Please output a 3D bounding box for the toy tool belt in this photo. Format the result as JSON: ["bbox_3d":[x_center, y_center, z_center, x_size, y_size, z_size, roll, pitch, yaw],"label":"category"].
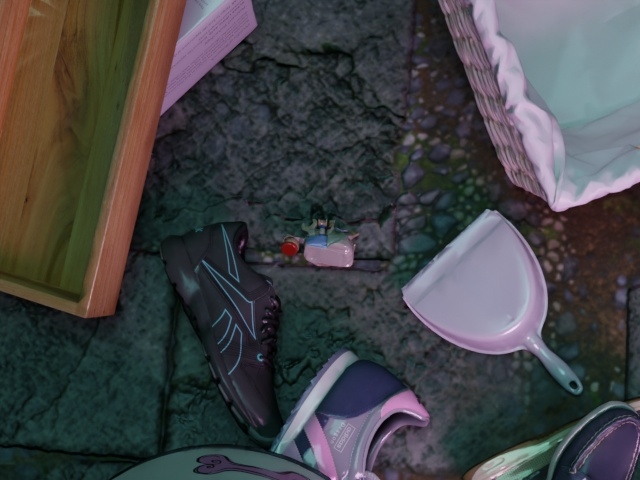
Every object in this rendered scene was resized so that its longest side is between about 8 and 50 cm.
[{"bbox_3d":[0.000,0.000,1.781,0.083,0.052,0.051,9,42,4],"label":"toy tool belt"}]

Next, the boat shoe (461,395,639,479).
[{"bbox_3d":[0.263,0.233,1.670,0.223,0.080,0.073,-24,79,1],"label":"boat shoe"}]

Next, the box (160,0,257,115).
[{"bbox_3d":[-0.202,-0.272,1.840,0.182,0.119,0.181,-44,75,-9],"label":"box"}]

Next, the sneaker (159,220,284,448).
[{"bbox_3d":[-0.086,0.096,1.725,0.106,0.101,0.267,-23,72,-5],"label":"sneaker"}]

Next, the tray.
[{"bbox_3d":[-0.282,-0.140,1.739,0.203,0.076,0.411,16,95,20],"label":"tray"}]

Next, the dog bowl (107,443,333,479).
[{"bbox_3d":[-0.105,0.411,1.530,0.408,0.150,0.408,0,93,7],"label":"dog bowl"}]

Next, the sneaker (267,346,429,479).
[{"bbox_3d":[-0.003,0.272,1.656,0.131,0.112,0.319,28,78,15],"label":"sneaker"}]

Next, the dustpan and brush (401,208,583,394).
[{"bbox_3d":[0.211,0.088,1.734,0.147,0.060,0.211,-43,68,2],"label":"dustpan and brush"}]

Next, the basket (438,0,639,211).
[{"bbox_3d":[0.306,-0.244,1.663,0.328,0.266,0.331,-23,98,-3],"label":"basket"}]

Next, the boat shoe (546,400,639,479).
[{"bbox_3d":[0.257,0.282,1.596,0.095,0.079,0.254,35,91,-17],"label":"boat shoe"}]
